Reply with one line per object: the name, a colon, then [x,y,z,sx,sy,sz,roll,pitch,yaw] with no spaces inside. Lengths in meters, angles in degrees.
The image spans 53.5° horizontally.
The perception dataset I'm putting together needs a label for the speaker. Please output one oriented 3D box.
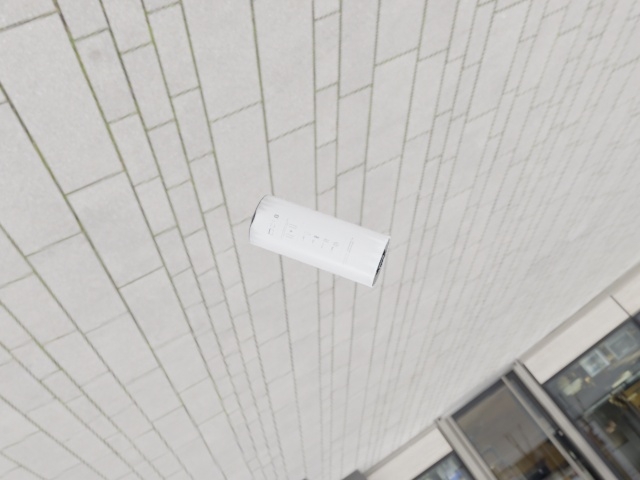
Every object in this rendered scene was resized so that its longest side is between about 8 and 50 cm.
speaker: [0.000,0.000,0.640,0.055,0.136,0.055,19,90,-79]
